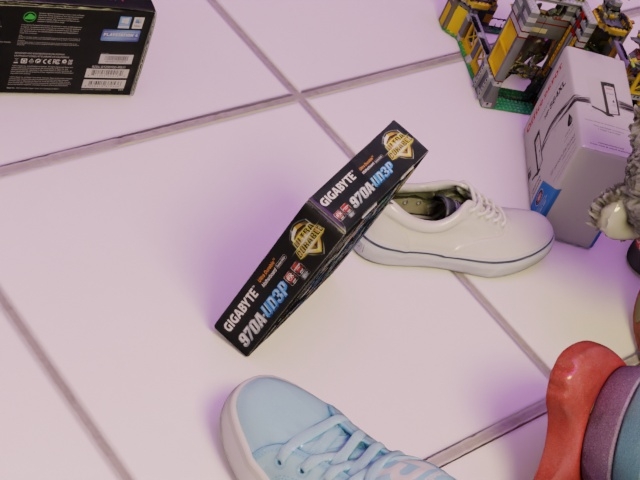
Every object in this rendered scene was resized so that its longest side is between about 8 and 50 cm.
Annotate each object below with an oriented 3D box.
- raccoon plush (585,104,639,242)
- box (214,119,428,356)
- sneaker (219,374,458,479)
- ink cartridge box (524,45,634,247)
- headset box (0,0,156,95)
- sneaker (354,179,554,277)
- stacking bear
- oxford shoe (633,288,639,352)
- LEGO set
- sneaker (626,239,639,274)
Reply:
[{"bbox_3d":[0.455,-0.002,1.530,0.299,0.446,0.216,21,77,13],"label":"raccoon plush"},{"bbox_3d":[0.000,0.000,1.361,0.051,0.220,0.175,42,44,4],"label":"box"},{"bbox_3d":[0.065,0.226,1.214,0.366,0.150,0.135,41,43,18],"label":"sneaker"},{"bbox_3d":[0.318,-0.117,1.688,0.086,0.148,0.203,14,42,-10],"label":"ink cartridge box"},{"bbox_3d":[-0.350,-0.307,1.577,0.246,0.131,0.283,-1,47,-27],"label":"headset box"},{"bbox_3d":[0.163,-0.019,1.555,0.258,0.091,0.094,-1,48,-26],"label":"sneaker"},{"bbox_3d":[0.368,0.208,1.285,0.289,0.175,0.164,15,17,32],"label":"stacking bear"},{"bbox_3d":[0.462,0.184,1.459,0.146,0.140,0.397,13,44,-21],"label":"oxford shoe"},{"bbox_3d":[0.337,-0.297,1.848,0.331,0.192,0.255,13,43,-14],"label":"LEGO set"},{"bbox_3d":[0.477,-0.065,1.713,0.090,0.145,0.270,34,42,10],"label":"sneaker"}]
